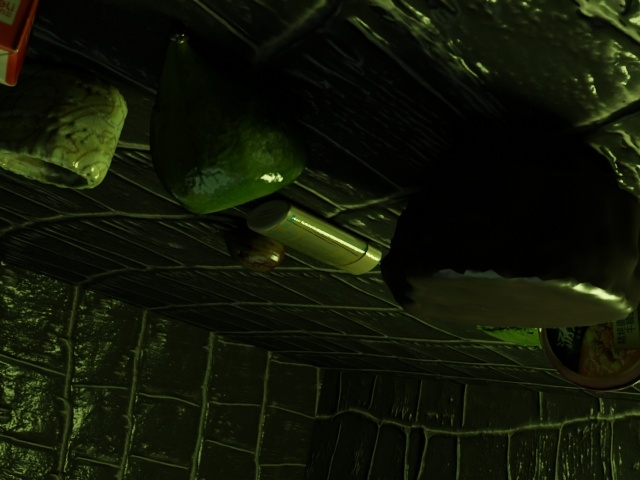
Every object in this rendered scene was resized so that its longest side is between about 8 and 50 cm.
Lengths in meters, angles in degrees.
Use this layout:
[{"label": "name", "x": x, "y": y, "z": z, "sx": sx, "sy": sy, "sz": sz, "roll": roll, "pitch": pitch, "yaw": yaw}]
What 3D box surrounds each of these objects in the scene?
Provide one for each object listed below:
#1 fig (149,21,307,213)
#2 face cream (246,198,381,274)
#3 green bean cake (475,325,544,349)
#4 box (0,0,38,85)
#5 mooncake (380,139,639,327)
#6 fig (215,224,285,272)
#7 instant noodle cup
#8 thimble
[{"label": "fig", "x": -0.137, "y": -0.160, "z": 0.815, "sx": 0.203, "sy": 0.203, "sz": 0.235, "roll": -3, "pitch": 117, "yaw": 41}, {"label": "face cream", "x": 0.000, "y": 0.000, "z": 1.301, "sx": 0.285, "sy": 0.067, "sz": 0.139, "roll": 26, "pitch": 159, "yaw": -36}, {"label": "green bean cake", "x": 0.478, "y": 0.173, "z": 1.439, "sx": 0.200, "sy": 0.113, "sz": 0.214, "roll": 20, "pitch": 162, "yaw": -21}, {"label": "box", "x": -0.420, "y": -0.264, "z": 0.717, "sx": 0.182, "sy": 0.099, "sz": 0.133, "roll": 18, "pitch": 165, "yaw": -23}, {"label": "mooncake", "x": 0.268, "y": 0.010, "z": 0.906, "sx": 0.350, "sy": 0.212, "sz": 0.381, "roll": 16, "pitch": 166, "yaw": -10}, {"label": "fig", "x": -0.153, "y": 0.008, "z": 1.388, "sx": 0.154, "sy": 0.103, "sz": 0.109, "roll": 29, "pitch": 121, "yaw": -16}, {"label": "instant noodle cup", "x": 0.597, "y": 0.185, "z": 1.266, "sx": 0.244, "sy": 0.244, "sz": 0.255, "roll": -6, "pitch": 164, "yaw": 45}, {"label": "thimble", "x": -0.386, "y": -0.165, "z": 0.921, "sx": 0.190, "sy": 0.144, "sz": 0.137, "roll": 14, "pitch": 163, "yaw": -3}]
